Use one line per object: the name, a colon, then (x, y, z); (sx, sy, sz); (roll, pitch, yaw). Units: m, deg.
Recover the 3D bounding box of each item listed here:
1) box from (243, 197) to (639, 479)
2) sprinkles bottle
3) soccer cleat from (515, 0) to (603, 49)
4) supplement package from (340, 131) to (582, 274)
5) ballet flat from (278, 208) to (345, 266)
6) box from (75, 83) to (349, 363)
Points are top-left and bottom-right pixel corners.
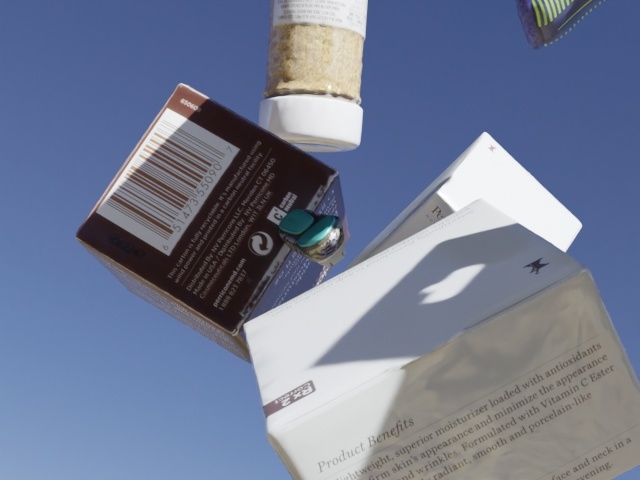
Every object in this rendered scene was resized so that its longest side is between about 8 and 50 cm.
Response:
box: (0.065, 0.080, 0.621); (0.119, 0.181, 0.182); (63, -1, -16)
sprinkles bottle: (-0.001, -0.285, 1.265); (0.121, 0.355, 0.121); (4, -2, 0)
soccer cleat: (-0.008, -0.165, 0.381); (0.289, 0.121, 0.093); (34, 0, 24)
supplement package: (0.094, 0.022, 0.839); (0.105, 0.105, 0.179); (44, -47, 0)
ballet flat: (0.000, 0.000, 0.823); (0.041, 0.041, 0.114); (20, 3, -18)
box: (-0.087, -0.004, 0.987); (0.167, 0.168, 0.203); (29, -11, 12)
